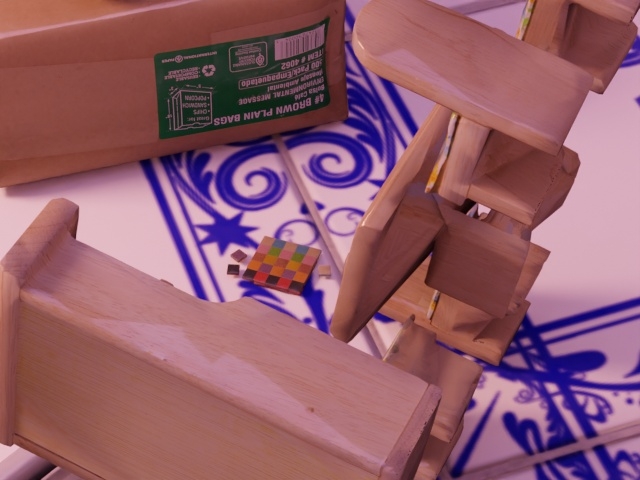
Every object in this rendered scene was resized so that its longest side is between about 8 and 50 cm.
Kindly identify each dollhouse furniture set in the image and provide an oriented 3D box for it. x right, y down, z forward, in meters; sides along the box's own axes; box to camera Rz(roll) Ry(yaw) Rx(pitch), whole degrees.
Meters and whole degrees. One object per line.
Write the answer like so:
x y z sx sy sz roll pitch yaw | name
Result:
0.000 0.000 1.190 0.256 0.362 0.394 25 49 10 | dollhouse furniture set

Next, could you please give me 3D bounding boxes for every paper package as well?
-0.166 -0.223 1.587 0.324 0.168 0.309 -12 48 -11 | paper package

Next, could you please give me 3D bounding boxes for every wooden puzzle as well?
-0.031 0.020 1.454 0.083 0.006 0.049 14 47 15 | wooden puzzle

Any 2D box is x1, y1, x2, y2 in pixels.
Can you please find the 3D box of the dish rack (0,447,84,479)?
-0.116 0.266 1.168 0.332 0.072 0.285 32 55 29 | dish rack
